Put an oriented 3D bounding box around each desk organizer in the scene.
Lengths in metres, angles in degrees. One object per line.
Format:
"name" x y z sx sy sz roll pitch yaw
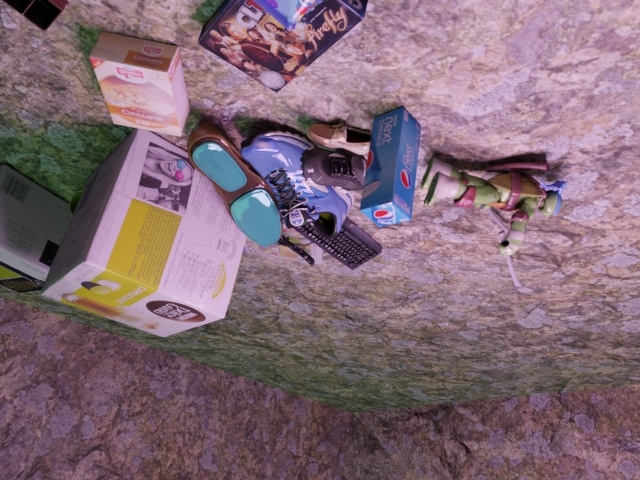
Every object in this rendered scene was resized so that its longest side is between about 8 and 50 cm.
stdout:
"desk organizer" -0.487 -0.407 0.969 0.047 0.050 0.130 -12 145 38

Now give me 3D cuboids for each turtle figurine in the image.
"turtle figurine" 0.327 -0.049 1.198 0.266 0.198 0.275 18 149 -5

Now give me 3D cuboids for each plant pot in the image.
"plant pot" -0.627 -0.088 1.625 0.083 0.084 0.079 3 164 15

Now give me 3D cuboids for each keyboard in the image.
"keyboard" 0.000 0.000 1.541 0.201 0.033 0.317 -29 135 28

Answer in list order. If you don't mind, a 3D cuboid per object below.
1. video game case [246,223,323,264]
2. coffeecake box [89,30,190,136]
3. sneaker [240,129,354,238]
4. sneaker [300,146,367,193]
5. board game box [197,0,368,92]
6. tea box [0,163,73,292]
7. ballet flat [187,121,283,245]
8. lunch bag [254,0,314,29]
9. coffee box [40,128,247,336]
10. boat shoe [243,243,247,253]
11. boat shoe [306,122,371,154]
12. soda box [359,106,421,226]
"video game case" -0.105 -0.001 1.641 0.226 0.026 0.206 9 153 5
"coffeecake box" -0.333 -0.290 1.120 0.142 0.068 0.185 12 153 1
"sneaker" -0.045 -0.111 1.272 0.129 0.147 0.330 -13 144 39
"sneaker" 0.046 -0.144 1.192 0.106 0.078 0.234 -4 173 27
"board game box" -0.067 -0.344 0.939 0.165 0.042 0.243 27 149 -28
"tea box" -0.886 -0.018 1.694 0.323 0.220 0.329 -8 147 31
"ballet flat" -0.183 -0.130 1.311 0.116 0.124 0.342 -28 134 10
"lunch bag" -0.079 -0.436 0.678 0.293 0.138 0.221 33 135 -17
"coffee box" -0.399 0.004 1.417 0.334 0.339 0.337 28 150 -30
"boat shoe" -0.248 0.002 1.630 0.066 0.066 0.183 43 160 17
"boat shoe" 0.041 -0.207 1.164 0.135 0.050 0.045 8 152 -17
"soda box" 0.130 -0.135 1.085 0.071 0.210 0.067 -13 145 38
